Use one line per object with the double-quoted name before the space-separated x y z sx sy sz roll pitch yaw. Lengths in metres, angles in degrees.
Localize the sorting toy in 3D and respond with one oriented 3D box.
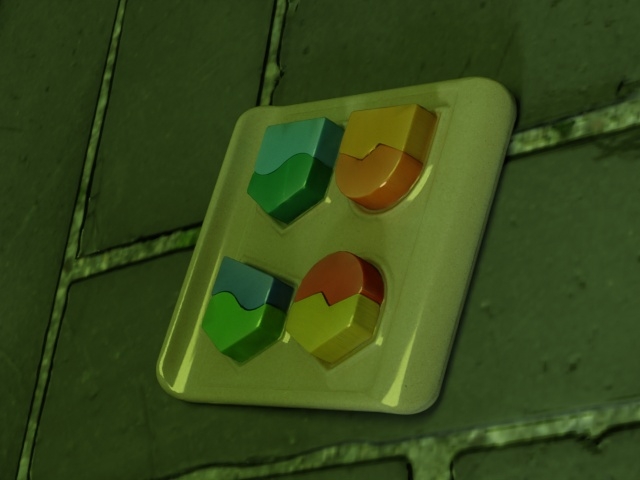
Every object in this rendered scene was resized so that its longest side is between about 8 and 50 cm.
"sorting toy" 0.000 0.000 0.988 0.208 0.038 0.193 -1 65 45
